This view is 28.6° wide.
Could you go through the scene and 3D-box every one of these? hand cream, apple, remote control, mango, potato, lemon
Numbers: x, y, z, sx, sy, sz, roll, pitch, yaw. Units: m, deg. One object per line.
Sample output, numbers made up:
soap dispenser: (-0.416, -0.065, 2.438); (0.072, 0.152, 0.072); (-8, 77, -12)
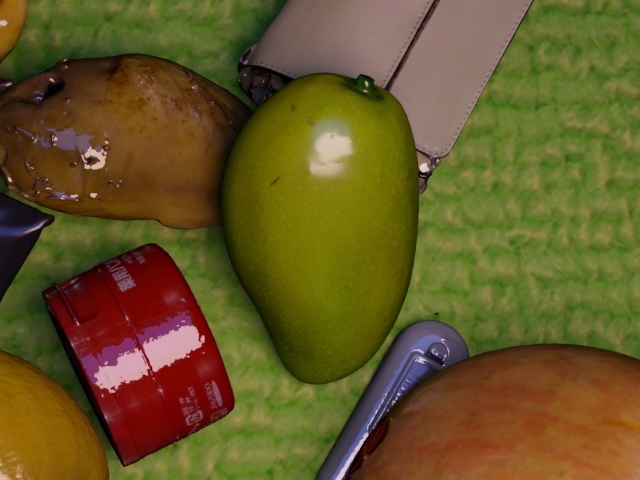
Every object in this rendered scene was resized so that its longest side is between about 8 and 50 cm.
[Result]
hand cream: (-0.175, 0.108, 1.205); (0.125, 0.193, 0.193); (-25, 84, -16)
apple: (0.219, 0.281, 1.153); (0.391, 0.346, 0.391); (7, 78, -33)
remote control: (0.076, 0.192, 1.310); (0.087, 0.047, 0.244); (32, 76, -6)
mango: (0.000, 0.000, 1.228); (0.192, 0.156, 0.343); (-6, 119, -10)
potato: (-0.184, -0.099, 1.247); (0.300, 0.140, 0.173); (4, 77, -31)
lemon: (-0.324, 0.206, 1.139); (0.240, 0.240, 0.219); (-31, 60, -15)

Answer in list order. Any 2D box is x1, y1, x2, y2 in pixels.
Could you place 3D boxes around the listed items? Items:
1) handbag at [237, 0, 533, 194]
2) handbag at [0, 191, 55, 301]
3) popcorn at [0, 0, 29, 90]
handbag: (0.099, -0.264, 1.353); (0.237, 0.160, 0.358); (29, 75, 4)
handbag: (-0.412, 0.010, 1.214); (0.254, 0.089, 0.211); (27, 103, -2)
popcorn: (-0.384, -0.254, 1.178); (0.297, 0.316, 0.281); (-33, 96, -2)
